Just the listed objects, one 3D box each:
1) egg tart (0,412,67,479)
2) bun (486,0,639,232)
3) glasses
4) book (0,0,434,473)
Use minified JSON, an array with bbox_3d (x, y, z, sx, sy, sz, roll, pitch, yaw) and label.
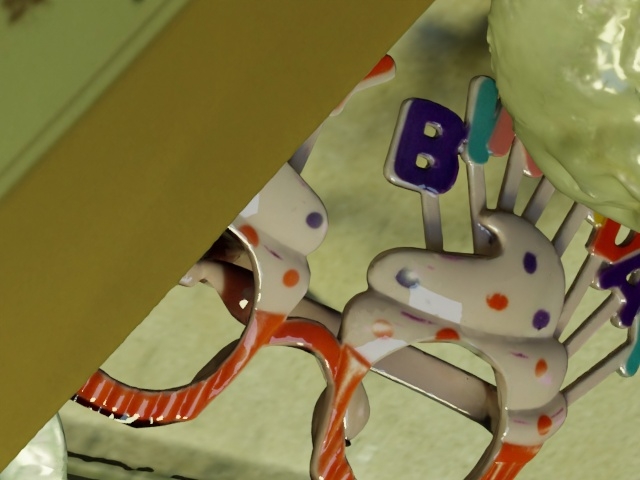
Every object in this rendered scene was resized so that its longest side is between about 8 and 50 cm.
[{"bbox_3d":[-0.191,0.061,0.577,0.234,0.094,0.234,3,127,4],"label":"egg tart"},{"bbox_3d":[0.160,-0.078,0.590,0.231,0.133,0.231,-25,139,-24],"label":"bun"},{"bbox_3d":[0.005,-0.004,0.661,0.255,0.095,0.162,26,95,-27],"label":"glasses"},{"bbox_3d":[-0.073,-0.096,0.470,0.389,0.032,0.269,-46,134,-14],"label":"book"}]
